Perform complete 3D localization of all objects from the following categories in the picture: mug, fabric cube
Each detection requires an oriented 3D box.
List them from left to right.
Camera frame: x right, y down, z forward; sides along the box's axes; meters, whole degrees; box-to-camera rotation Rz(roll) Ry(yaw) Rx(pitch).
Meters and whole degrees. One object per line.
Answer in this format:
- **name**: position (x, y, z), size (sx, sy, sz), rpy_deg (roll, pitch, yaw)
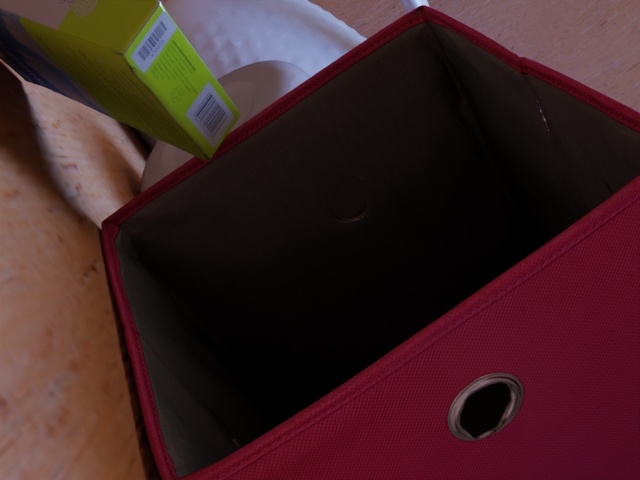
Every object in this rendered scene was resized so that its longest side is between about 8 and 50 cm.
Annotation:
- **mug**: position (-0.033, -0.182, 0.962), size (0.328, 0.374, 0.276), rpy_deg (37, 37, -13)
- **fabric cube**: position (0.060, 0.062, 0.492), size (0.258, 0.254, 0.259), rpy_deg (57, -1, -34)

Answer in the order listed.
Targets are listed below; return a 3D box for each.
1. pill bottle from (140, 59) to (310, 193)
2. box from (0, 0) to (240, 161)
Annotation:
- **pill bottle**: position (0.000, 0.000, 0.777), size (0.323, 0.181, 0.181), rpy_deg (46, 6, -34)
- **box**: position (-0.144, -0.117, 0.505), size (0.178, 0.042, 0.109), rpy_deg (25, -14, 28)
